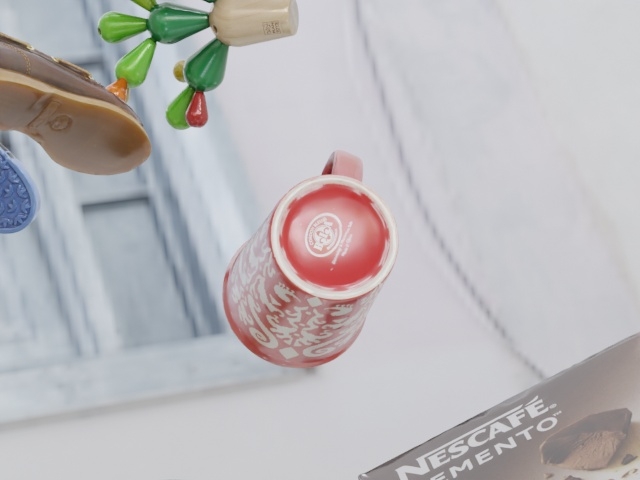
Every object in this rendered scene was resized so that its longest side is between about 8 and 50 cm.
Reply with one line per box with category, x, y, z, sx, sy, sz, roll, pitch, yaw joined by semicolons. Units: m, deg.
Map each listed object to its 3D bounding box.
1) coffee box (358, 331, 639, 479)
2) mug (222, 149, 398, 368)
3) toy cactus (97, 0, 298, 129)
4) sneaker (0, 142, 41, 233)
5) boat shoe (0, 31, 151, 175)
coffee box;0.184;0.129;0.927;0.119;0.297;0.168;62;2;-22
mug;-0.009;0.003;1.384;0.169;0.113;0.150;122;-42;-72
toy cactus;-0.112;-0.189;1.630;0.112;0.181;0.219;-60;145;-61
sneaker;-0.346;-0.089;1.754;0.081;0.232;0.090;-55;174;12
boat shoe;-0.209;-0.113;1.466;0.073;0.207;0.073;-34;-123;18
